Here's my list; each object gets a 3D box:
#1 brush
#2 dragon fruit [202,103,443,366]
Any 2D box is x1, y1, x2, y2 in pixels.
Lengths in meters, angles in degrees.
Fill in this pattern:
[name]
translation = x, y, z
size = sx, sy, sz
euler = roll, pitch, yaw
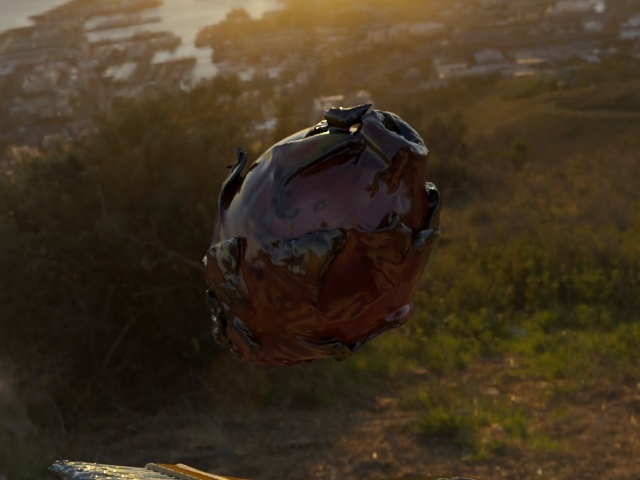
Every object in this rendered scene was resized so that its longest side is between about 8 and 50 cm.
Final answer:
[brush]
translation = 0.007, 0.128, 0.478
size = 0.103, 0.013, 0.272
euler = 2, -8, 45
[dragon fruit]
translation = 0.002, -0.003, 0.995
size = 0.250, 0.315, 0.250
euler = 13, 22, -5
